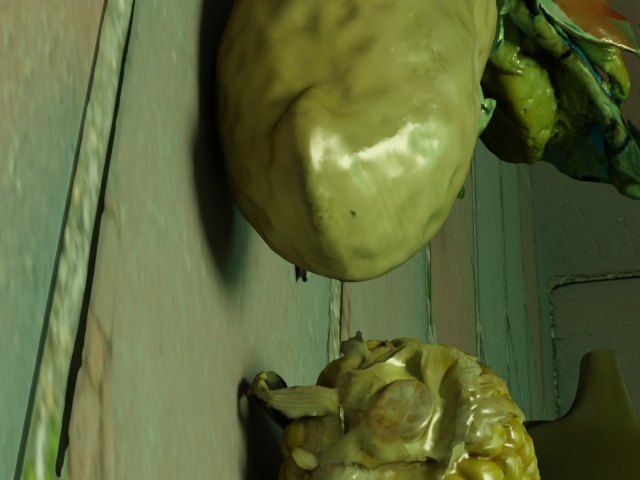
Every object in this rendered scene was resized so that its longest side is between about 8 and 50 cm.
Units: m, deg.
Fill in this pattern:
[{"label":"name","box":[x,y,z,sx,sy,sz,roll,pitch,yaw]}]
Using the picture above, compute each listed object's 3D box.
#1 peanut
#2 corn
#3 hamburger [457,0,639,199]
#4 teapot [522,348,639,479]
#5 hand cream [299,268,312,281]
[{"label":"peanut","box":[0.017,-0.076,0.737,0.117,0.101,0.263,59,18,-21]},{"label":"corn","box":[0.040,0.136,0.776,0.293,0.106,0.106,76,11,-55]},{"label":"hamburger","box":[0.112,-0.125,1.331,0.276,0.150,0.260,59,-4,-11]},{"label":"teapot","box":[0.118,0.189,1.052,0.175,0.185,0.268,44,-64,57]},{"label":"hand cream","box":[0.000,0.000,0.874,0.093,0.019,0.030,-15,101,-74]}]
